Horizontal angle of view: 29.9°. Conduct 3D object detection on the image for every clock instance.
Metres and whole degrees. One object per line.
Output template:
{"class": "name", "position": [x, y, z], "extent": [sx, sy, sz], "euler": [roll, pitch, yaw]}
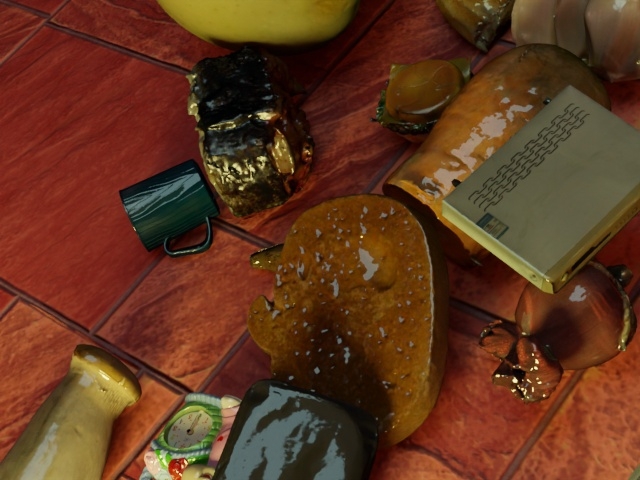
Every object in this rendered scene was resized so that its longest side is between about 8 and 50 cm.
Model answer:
{"class": "clock", "position": [-0.155, 0.316, 1.654], "extent": [0.194, 0.100, 0.195], "euler": [4, 51, 32]}

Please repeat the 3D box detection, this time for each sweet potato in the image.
{"class": "sweet potato", "position": [-0.001, 0.004, 1.883], "extent": [0.233, 0.062, 0.081], "euler": [-26, 30, 5]}

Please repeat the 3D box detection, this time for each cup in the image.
{"class": "cup", "position": [-0.243, -0.047, 2.015], "extent": [0.138, 0.150, 0.113], "euler": [-26, 12, -1]}

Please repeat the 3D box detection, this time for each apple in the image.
{"class": "apple", "position": [-0.100, -0.543, 2.138], "extent": [0.473, 0.473, 0.473], "euler": [-12, 47, 14]}

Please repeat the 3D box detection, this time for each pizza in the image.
{"class": "pizza", "position": [0.345, -0.460, 2.128], "extent": [0.288, 0.075, 0.280], "euler": [-15, 51, 9]}

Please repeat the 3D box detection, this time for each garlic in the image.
{"class": "garlic", "position": [0.459, -0.357, 1.905], "extent": [0.185, 0.203, 0.281], "euler": [-4, 16, -35]}

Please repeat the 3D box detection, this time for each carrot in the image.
{"class": "carrot", "position": [0.268, -0.131, 1.774], "extent": [0.340, 0.224, 0.224], "euler": [-47, 49, -11]}

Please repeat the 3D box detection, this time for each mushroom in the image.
{"class": "mushroom", "position": [-0.392, 0.342, 1.712], "extent": [0.154, 0.137, 0.407], "euler": [7, 60, 44]}

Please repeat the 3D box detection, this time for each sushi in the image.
{"class": "sushi", "position": [-0.116, -0.191, 2.009], "extent": [0.182, 0.196, 0.343], "euler": [-25, 45, 11]}

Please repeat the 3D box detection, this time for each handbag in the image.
{"class": "handbag", "position": [-0.055, 0.353, 1.533], "extent": [0.191, 0.075, 0.332], "euler": [18, 72, 4]}

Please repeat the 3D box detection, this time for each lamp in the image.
{"class": "lamp", "position": [0.327, 0.116, 1.575], "extent": [0.223, 0.151, 0.215], "euler": [-53, 6, 6]}

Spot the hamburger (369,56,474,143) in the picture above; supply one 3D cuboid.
{"class": "hamburger", "position": [0.182, -0.226, 1.976], "extent": [0.189, 0.093, 0.164], "euler": [6, 56, 30]}

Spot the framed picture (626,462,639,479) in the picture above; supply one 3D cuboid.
{"class": "framed picture", "position": [0.402, 0.354, 1.432], "extent": [0.142, 0.011, 0.183], "euler": [28, 67, 39]}

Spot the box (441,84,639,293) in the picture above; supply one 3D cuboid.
{"class": "box", "position": [0.313, -0.073, 1.586], "extent": [0.211, 0.045, 0.270], "euler": [38, 67, 24]}

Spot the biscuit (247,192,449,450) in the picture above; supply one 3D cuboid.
{"class": "biscuit", "position": [0.036, 0.116, 1.694], "extent": [0.314, 0.063, 0.367], "euler": [-9, 71, 32]}
